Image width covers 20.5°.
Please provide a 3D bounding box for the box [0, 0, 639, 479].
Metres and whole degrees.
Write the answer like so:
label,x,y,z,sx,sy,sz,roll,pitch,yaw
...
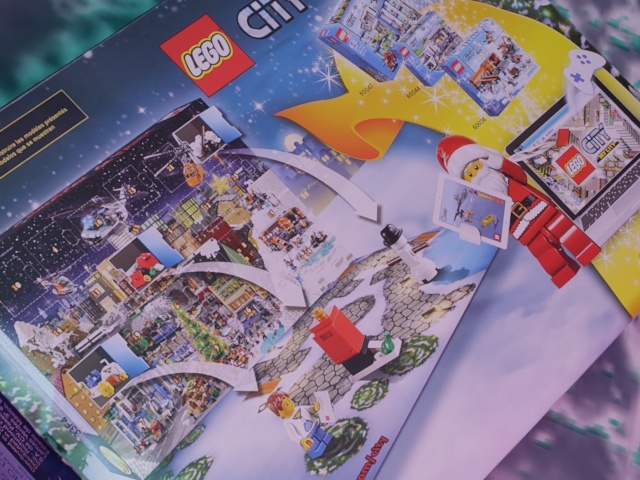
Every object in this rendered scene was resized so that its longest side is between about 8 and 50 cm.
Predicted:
label,x,y,z,sx,sy,sz,roll,pitch,yaw
box,0.000,0.000,0.507,0.159,0.044,0.233,46,54,6
